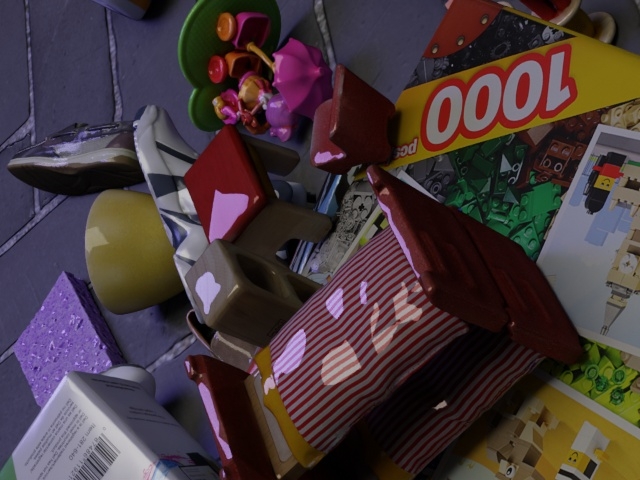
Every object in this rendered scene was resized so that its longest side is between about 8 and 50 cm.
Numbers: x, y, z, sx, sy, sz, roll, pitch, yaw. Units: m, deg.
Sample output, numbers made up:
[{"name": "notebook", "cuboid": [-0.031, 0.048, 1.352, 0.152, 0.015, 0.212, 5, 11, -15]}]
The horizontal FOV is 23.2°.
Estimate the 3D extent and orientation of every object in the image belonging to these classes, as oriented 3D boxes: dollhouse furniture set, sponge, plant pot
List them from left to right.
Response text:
[{"name": "sponge", "cuboid": [-0.280, 0.138, 1.750, 0.117, 0.031, 0.210, -53, 40, 13]}, {"name": "plant pot", "cuboid": [-0.173, 0.008, 1.639, 0.095, 0.134, 0.134, -6, 63, 21]}, {"name": "dollhouse furniture set", "cuboid": [0.000, 0.000, 1.093, 0.201, 0.152, 0.374, -48, 41, 20]}]

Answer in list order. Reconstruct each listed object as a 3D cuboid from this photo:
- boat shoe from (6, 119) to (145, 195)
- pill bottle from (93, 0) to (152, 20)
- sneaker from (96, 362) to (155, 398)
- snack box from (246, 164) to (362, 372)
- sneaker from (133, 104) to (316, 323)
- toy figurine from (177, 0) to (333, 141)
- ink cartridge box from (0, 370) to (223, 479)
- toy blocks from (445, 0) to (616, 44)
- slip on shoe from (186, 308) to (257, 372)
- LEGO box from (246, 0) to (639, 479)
[{"name": "boat shoe", "cuboid": [-0.283, -0.103, 1.856, 0.224, 0.080, 0.073, -2, 62, 43]}, {"name": "pill bottle", "cuboid": [-0.227, -0.420, 1.903, 0.152, 0.152, 0.272, 29, 93, 52]}, {"name": "sneaker", "cuboid": [-0.213, 0.271, 1.563, 0.129, 0.111, 0.297, 12, 84, 37]}, {"name": "snack box", "cuboid": [-0.005, 0.050, 1.388, 0.187, 0.060, 0.321, 145, 147, -84]}, {"name": "sneaker", "cuboid": [-0.088, -0.047, 1.549, 0.153, 0.094, 0.235, -20, 63, -5]}, {"name": "toy figurine", "cuboid": [-0.057, -0.160, 1.614, 0.159, 0.130, 0.173, 38, 122, 42]}, {"name": "ink cartridge box", "cuboid": [-0.167, 0.282, 1.404, 0.278, 0.117, 0.201, 40, 100, 31]}, {"name": "toy blocks", "cuboid": [0.162, -0.203, 1.335, 0.123, 0.148, 0.054, -12, 53, 45]}, {"name": "slip on shoe", "cuboid": [-0.089, 0.103, 1.541, 0.051, 0.041, 0.135, -57, 39, 9]}, {"name": "LEGO box", "cuboid": [0.211, 0.079, 1.088, 0.500, 0.193, 0.372, 33, 95, 52]}]
